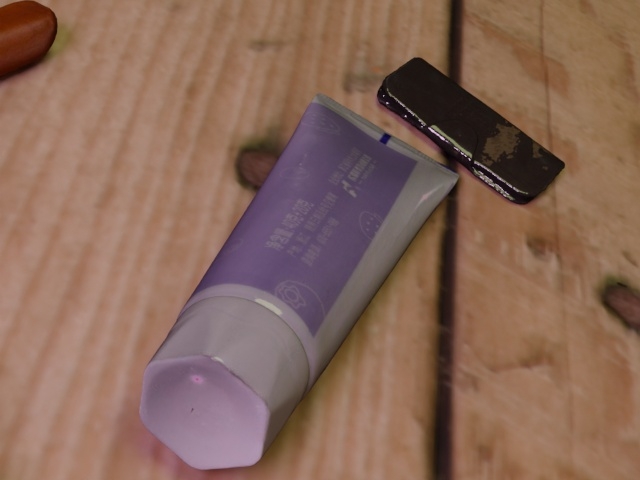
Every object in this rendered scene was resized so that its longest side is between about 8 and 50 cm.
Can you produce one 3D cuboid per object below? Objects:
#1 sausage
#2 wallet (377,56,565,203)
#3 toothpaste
[{"bbox_3d":[-0.222,-0.124,0.751,0.041,0.039,0.131,33,38,17],"label":"sausage"},{"bbox_3d":[0.120,-0.089,0.924,0.157,0.018,0.082,39,41,12],"label":"wallet"},{"bbox_3d":[0.000,0.000,0.723,0.125,0.080,0.371,30,35,2],"label":"toothpaste"}]
